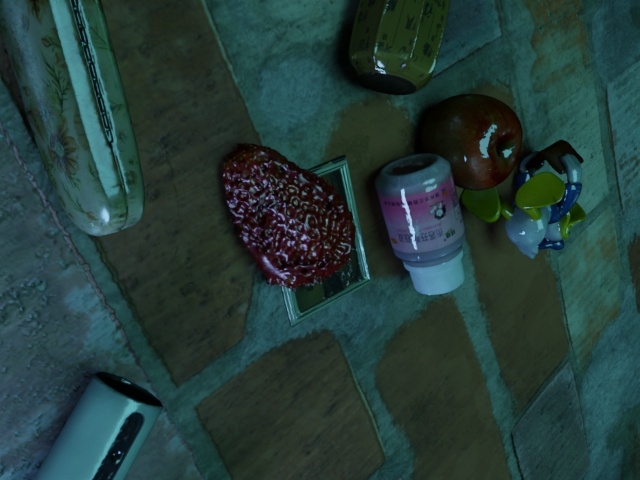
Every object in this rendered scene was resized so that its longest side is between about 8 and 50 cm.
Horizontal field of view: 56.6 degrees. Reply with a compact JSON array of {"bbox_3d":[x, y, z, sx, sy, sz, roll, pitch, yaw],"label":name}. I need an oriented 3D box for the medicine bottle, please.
[{"bbox_3d":[0.195,-0.028,1.104,0.147,0.147,0.247,-32,115,-31],"label":"medicine bottle"}]

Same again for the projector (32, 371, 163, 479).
[{"bbox_3d":[-0.331,0.344,0.767,0.108,0.108,0.337,37,75,-36],"label":"projector"}]

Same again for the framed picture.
[{"bbox_3d":[0.000,0.000,1.035,0.197,0.014,0.252,-25,112,-33],"label":"framed picture"}]

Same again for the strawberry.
[{"bbox_3d":[-0.034,-0.028,0.927,0.188,0.106,0.286,-53,124,-20],"label":"strawberry"}]

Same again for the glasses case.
[{"bbox_3d":[-0.294,-0.212,0.673,0.098,0.156,0.425,-22,110,-36],"label":"glasses case"}]

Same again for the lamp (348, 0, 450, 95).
[{"bbox_3d":[0.131,-0.348,0.997,0.161,0.161,0.185,12,89,-39],"label":"lamp"}]

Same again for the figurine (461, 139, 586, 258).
[{"bbox_3d":[0.494,-0.086,1.354,0.338,0.205,0.283,44,62,-47],"label":"figurine"}]

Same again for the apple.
[{"bbox_3d":[0.288,-0.187,1.137,0.181,0.168,0.181,-11,106,-41],"label":"apple"}]
